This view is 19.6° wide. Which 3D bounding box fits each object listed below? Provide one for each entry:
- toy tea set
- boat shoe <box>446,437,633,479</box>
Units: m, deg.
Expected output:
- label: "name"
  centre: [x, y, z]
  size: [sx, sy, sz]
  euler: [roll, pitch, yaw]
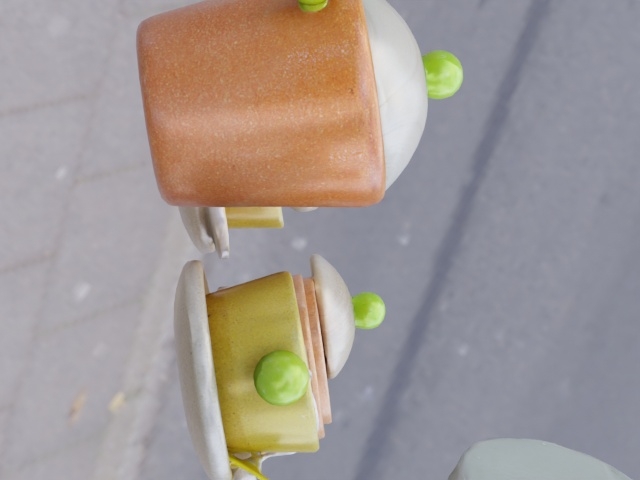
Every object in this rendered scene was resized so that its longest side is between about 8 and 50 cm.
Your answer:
- label: "toy tea set"
  centre: [0.000, 0.000, 0.812]
  size: [0.336, 0.124, 0.200]
  euler: [102, -21, -86]
- label: "boat shoe"
  centre: [0.059, 0.135, 0.435]
  size: [0.227, 0.079, 0.081]
  euler: [-91, -165, -65]
